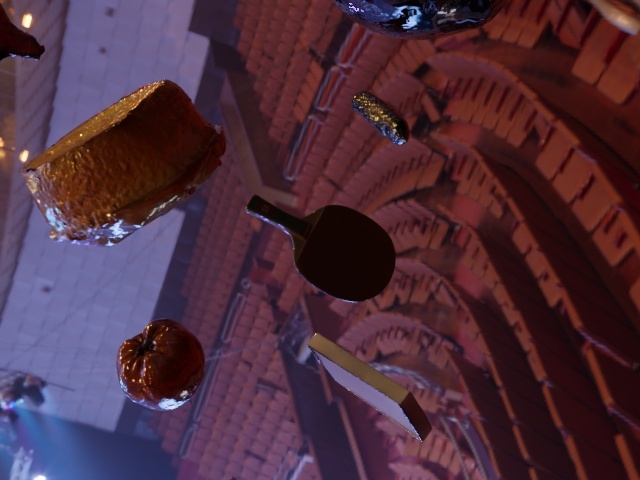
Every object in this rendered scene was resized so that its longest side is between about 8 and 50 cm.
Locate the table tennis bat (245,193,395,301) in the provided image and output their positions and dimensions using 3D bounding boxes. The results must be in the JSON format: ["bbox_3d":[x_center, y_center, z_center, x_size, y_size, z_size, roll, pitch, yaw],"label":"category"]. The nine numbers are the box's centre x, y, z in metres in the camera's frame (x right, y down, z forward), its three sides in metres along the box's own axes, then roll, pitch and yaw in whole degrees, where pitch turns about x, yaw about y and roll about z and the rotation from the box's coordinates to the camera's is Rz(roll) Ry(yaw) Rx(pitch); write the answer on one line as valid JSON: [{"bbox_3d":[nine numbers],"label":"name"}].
[{"bbox_3d":[0.000,0.000,1.208,0.154,0.274,0.021,-63,5,-16],"label":"table tennis bat"}]

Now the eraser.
[{"bbox_3d":[0.058,0.174,0.854,0.023,0.150,0.103,-49,-41,-16],"label":"eraser"}]

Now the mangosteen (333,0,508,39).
[{"bbox_3d":[0.095,-0.348,0.749,0.293,0.297,0.297,-27,34,35],"label":"mangosteen"}]

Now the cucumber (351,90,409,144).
[{"bbox_3d":[0.072,-0.137,0.807,0.032,0.032,0.133,-70,26,20],"label":"cucumber"}]

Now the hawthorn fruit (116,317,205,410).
[{"bbox_3d":[-0.212,0.177,0.998,0.125,0.140,0.125,-48,13,15],"label":"hawthorn fruit"}]

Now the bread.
[{"bbox_3d":[-0.380,-0.150,1.409,0.398,0.215,0.398,-26,23,13],"label":"bread"}]

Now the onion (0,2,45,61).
[{"bbox_3d":[-0.546,-0.336,1.121,0.195,0.218,0.139,-112,30,-66],"label":"onion"}]

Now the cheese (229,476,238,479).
[{"bbox_3d":[-0.010,0.247,0.485,0.042,0.190,0.105,-33,-6,-8],"label":"cheese"}]
